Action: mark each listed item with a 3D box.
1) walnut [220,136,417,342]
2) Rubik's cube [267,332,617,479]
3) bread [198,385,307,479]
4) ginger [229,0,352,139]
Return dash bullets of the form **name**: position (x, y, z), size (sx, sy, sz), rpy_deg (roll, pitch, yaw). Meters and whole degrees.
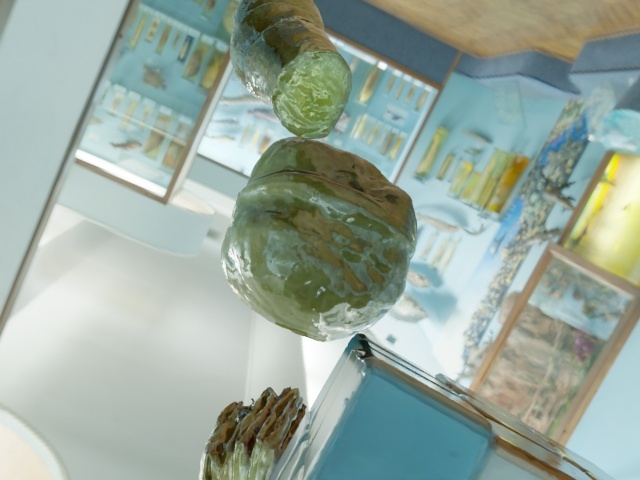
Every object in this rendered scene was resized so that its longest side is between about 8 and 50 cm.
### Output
- **walnut**: position (0.001, -0.002, 0.996), size (0.277, 0.281, 0.253), rpy_deg (30, 172, -14)
- **Rubik's cube**: position (0.101, 0.322, 0.650), size (0.344, 0.346, 0.347), rpy_deg (30, 179, 4)
- **bread**: position (-0.173, 0.527, 1.526), size (0.192, 0.369, 0.314), rpy_deg (17, -166, 4)
- **ginger**: position (-0.043, -0.215, 0.774), size (0.117, 0.109, 0.263), rpy_deg (-10, -138, -12)
